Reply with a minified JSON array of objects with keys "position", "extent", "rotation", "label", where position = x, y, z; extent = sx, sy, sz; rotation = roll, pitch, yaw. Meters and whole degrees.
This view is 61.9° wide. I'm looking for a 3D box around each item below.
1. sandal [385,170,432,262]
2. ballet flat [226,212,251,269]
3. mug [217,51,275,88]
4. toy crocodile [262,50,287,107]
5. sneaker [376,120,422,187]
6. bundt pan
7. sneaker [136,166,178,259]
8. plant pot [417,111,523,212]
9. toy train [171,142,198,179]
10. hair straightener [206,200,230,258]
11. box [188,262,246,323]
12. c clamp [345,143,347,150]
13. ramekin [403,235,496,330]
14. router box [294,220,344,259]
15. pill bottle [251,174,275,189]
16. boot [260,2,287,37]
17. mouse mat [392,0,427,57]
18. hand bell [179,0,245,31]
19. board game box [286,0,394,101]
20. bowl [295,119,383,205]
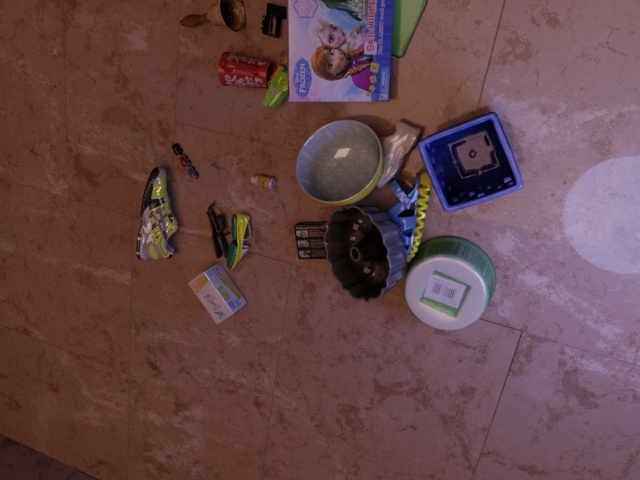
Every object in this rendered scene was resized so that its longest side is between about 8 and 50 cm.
[{"position":[0.279,-0.081,1.752],"extent":[0.138,0.126,0.317],"rotation":[9,102,8],"label":"sandal"},{"position":[-0.307,0.004,2.037],"extent":[0.077,0.077,0.230],"rotation":[39,124,56],"label":"ballet flat"},{"position":[-0.250,-0.559,1.786],"extent":[0.169,0.150,0.113],"rotation":[12,126,12],"label":"mug"},{"position":[-0.083,-0.573,1.732],"extent":[0.105,0.115,0.340],"rotation":[44,115,6],"label":"toy crocodile"},{"position":[0.230,-0.283,1.735],"extent":[0.115,0.090,0.232],"rotation":[35,108,14],"label":"sneaker"},{"position":[0.157,0.031,1.762],"extent":[0.331,0.124,0.330],"rotation":[25,123,47],"label":"bundt pan"},{"position":[-0.635,-0.104,2.112],"extent":[0.147,0.145,0.384],"rotation":[7,111,-14],"label":"sneaker"},{"position":[0.451,-0.243,1.584],"extent":[0.236,0.212,0.235],"rotation":[-19,100,26],"label":"plant pot"},{"position":[-0.516,-0.300,2.032],"extent":[0.027,0.036,0.158],"rotation":[-31,95,27],"label":"toy train"},{"position":[-0.383,-0.042,2.070],"extent":[0.089,0.047,0.230],"rotation":[-3,102,25],"label":"hair straightener"},{"position":[-0.409,0.208,2.120],"extent":[0.103,0.114,0.203],"rotation":[-33,94,28],"label":"box"},{"position":[0.018,-0.275,1.848],"extent":[0.161,0.022,0.137],"rotation":[6,115,17],"label":"c clamp"},{"position":[0.419,0.150,1.765],"extent":[0.304,0.148,0.303],"rotation":[7,110,19],"label":"ramekin"},{"position":[0.000,0.000,1.932],"extent":[0.179,0.046,0.133],"rotation":[-1,107,21],"label":"router box"},{"position":[-0.209,-0.214,1.940],"extent":[0.083,0.043,0.043],"rotation":[14,112,16],"label":"pill bottle"},{"position":[-0.138,-0.714,1.742],"extent":[0.121,0.045,0.099],"rotation":[22,112,21],"label":"boot"},{"position":[0.224,-0.677,1.638],"extent":[0.153,0.007,0.189],"rotation":[29,115,10],"label":"mouse mat"},{"position":[-0.387,-0.756,1.805],"extent":[0.242,0.126,0.126],"rotation":[5,110,32],"label":"hand bell"},{"position":[0.057,-0.583,1.616],"extent":[0.318,0.066,0.318],"rotation":[-3,109,-8],"label":"board game box"},{"position":[0.081,-0.229,1.732],"extent":[0.290,0.156,0.289],"rotation":[-7,71,22],"label":"bowl"}]
